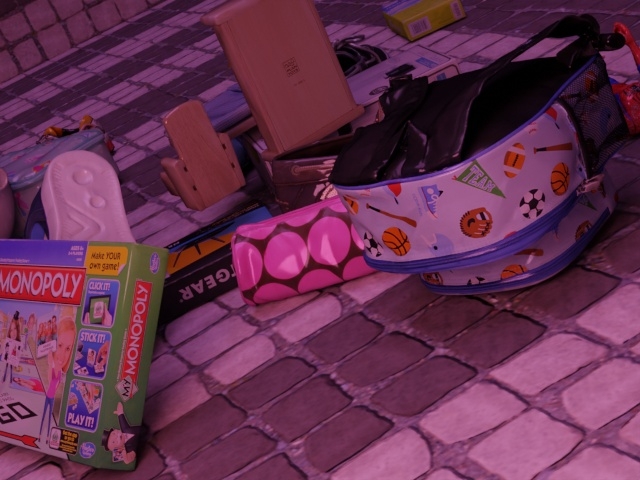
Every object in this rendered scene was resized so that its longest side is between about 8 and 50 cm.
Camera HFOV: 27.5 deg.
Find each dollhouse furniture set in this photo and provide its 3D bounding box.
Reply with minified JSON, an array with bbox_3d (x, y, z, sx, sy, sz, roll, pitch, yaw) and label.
[{"bbox_3d":[-0.144,-0.206,1.695,0.286,0.198,0.303,-33,22,-22],"label":"dollhouse furniture set"}]

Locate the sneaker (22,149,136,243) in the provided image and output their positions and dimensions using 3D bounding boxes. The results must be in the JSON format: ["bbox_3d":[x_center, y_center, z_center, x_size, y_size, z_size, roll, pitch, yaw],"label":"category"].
[{"bbox_3d":[-0.293,0.078,1.564,0.130,0.236,0.322,2,54,-21],"label":"sneaker"}]

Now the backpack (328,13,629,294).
[{"bbox_3d":[0.145,-0.064,1.257,0.277,0.213,0.263,-14,13,42],"label":"backpack"}]

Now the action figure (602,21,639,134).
[{"bbox_3d":[0.314,-0.198,1.512,0.091,0.139,0.280,-31,23,-13],"label":"action figure"}]

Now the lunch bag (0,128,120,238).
[{"bbox_3d":[-0.486,-0.095,2.195,0.279,0.107,0.224,-7,26,39],"label":"lunch bag"}]

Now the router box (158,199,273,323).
[{"bbox_3d":[-0.131,0.023,1.585,0.179,0.046,0.133,-27,21,-5],"label":"router box"}]

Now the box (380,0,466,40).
[{"bbox_3d":[0.177,-0.400,2.297,0.109,0.042,0.178,-25,20,-2],"label":"box"}]

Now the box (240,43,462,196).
[{"bbox_3d":[0.047,-0.158,1.776,0.290,0.087,0.169,-26,20,-4],"label":"box"}]

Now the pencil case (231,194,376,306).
[{"bbox_3d":[0.000,0.000,1.420,0.209,0.098,0.095,-19,21,16],"label":"pencil case"}]

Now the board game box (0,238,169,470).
[{"bbox_3d":[-0.275,0.106,1.340,0.046,0.213,0.317,12,-8,-40],"label":"board game box"}]

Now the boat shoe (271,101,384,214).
[{"bbox_3d":[0.106,-0.108,1.520,0.355,0.130,0.132,-24,20,2],"label":"boat shoe"}]

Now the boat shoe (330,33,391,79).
[{"bbox_3d":[0.039,-0.259,2.011,0.113,0.105,0.306,-15,22,24],"label":"boat shoe"}]

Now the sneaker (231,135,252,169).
[{"bbox_3d":[-0.124,-0.168,1.975,0.125,0.104,0.262,-21,20,5],"label":"sneaker"}]

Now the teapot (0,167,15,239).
[{"bbox_3d":[-0.577,-0.014,1.961,0.253,0.256,0.187,-11,39,-10],"label":"teapot"}]

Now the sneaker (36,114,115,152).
[{"bbox_3d":[-0.494,-0.161,2.395,0.225,0.092,0.088,-23,20,5],"label":"sneaker"}]
